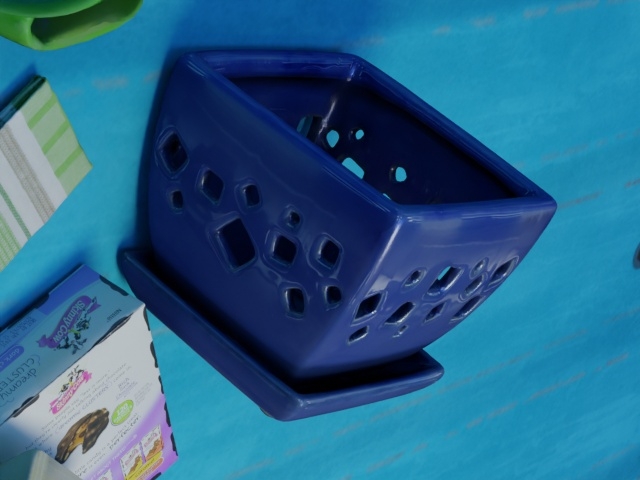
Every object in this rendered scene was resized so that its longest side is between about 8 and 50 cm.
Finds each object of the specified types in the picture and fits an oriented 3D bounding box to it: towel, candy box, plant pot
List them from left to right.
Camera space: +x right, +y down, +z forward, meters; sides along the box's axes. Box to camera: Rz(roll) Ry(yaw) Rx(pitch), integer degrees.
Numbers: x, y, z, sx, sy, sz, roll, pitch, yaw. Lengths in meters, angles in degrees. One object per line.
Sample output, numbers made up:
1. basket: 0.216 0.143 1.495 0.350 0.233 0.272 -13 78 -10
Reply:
1. towel: -0.226 -0.031 1.359 0.152 0.023 0.113 -50 151 -20
2. candy box: -0.199 0.143 1.499 0.165 0.070 0.196 -41 146 -28
3. plant pot: 0.000 0.000 1.520 0.236 0.236 0.212 -8 130 -54

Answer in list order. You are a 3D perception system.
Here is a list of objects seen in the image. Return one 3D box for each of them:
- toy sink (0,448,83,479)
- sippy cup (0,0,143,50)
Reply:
1. toy sink: -0.225 0.290 1.365 0.131 0.153 0.234 42 36 -33
2. sippy cup: -0.122 -0.273 1.114 0.305 0.240 0.224 -33 -174 44
